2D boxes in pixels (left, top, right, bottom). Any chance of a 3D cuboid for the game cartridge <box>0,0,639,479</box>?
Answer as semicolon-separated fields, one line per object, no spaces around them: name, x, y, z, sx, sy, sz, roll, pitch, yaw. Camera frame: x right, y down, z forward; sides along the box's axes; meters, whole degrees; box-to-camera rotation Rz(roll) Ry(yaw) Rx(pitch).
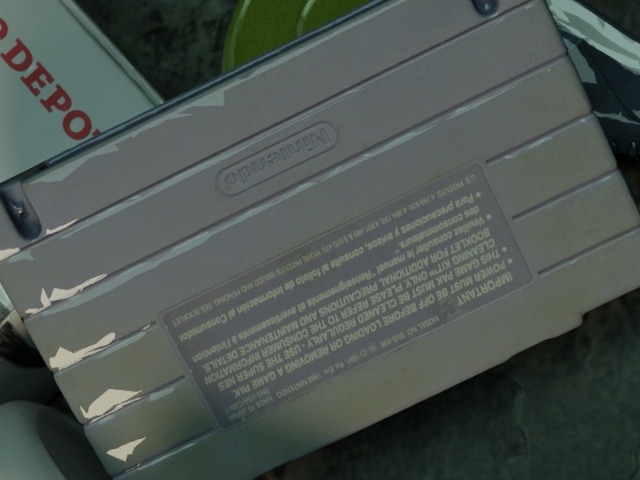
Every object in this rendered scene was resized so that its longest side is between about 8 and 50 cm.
game cartridge;0.000;0.000;0.901;0.355;0.068;0.230;-25;107;3

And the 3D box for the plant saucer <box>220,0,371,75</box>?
plant saucer;0.020;-0.141;1.013;0.241;0.037;0.241;-16;61;31

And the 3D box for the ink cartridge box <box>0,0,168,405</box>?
ink cartridge box;-0.286;-0.008;1.042;0.395;0.166;0.285;-43;70;2

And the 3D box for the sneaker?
sneaker;0.181;-0.045;0.962;0.226;0.086;0.163;33;89;19

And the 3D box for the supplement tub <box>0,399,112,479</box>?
supplement tub;-0.222;0.251;0.947;0.272;0.191;0.191;-43;69;2
